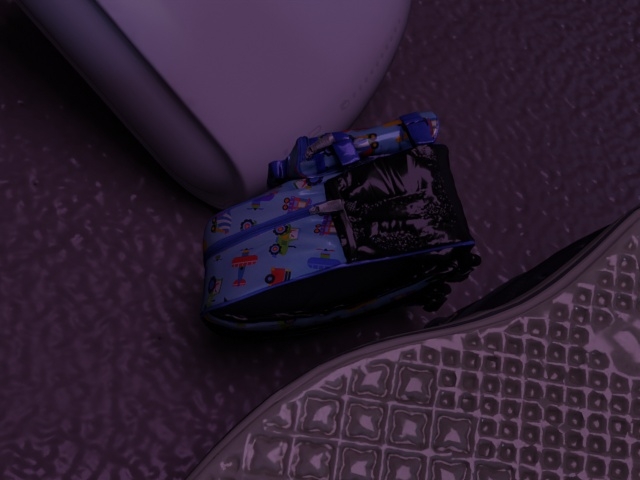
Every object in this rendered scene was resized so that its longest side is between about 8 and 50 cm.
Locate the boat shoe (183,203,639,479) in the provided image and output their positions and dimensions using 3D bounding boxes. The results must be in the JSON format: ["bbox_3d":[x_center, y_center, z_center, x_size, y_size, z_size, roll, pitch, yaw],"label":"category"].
[{"bbox_3d":[0.119,0.119,0.657,0.500,0.156,0.187,-30,75,-20],"label":"boat shoe"}]

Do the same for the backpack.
[{"bbox_3d":[0.000,0.000,0.669,0.173,0.158,0.117,-15,79,-4],"label":"backpack"}]

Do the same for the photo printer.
[{"bbox_3d":[-0.078,-0.194,0.743,0.307,0.107,0.256,50,59,-20],"label":"photo printer"}]
